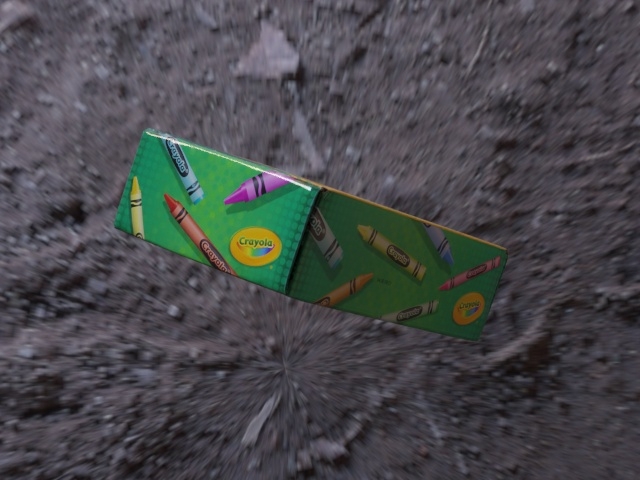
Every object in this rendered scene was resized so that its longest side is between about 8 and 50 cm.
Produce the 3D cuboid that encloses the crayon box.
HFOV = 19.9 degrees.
[{"bbox_3d":[0.000,0.000,1.364,0.165,0.278,0.081,20,92,34],"label":"crayon box"}]
